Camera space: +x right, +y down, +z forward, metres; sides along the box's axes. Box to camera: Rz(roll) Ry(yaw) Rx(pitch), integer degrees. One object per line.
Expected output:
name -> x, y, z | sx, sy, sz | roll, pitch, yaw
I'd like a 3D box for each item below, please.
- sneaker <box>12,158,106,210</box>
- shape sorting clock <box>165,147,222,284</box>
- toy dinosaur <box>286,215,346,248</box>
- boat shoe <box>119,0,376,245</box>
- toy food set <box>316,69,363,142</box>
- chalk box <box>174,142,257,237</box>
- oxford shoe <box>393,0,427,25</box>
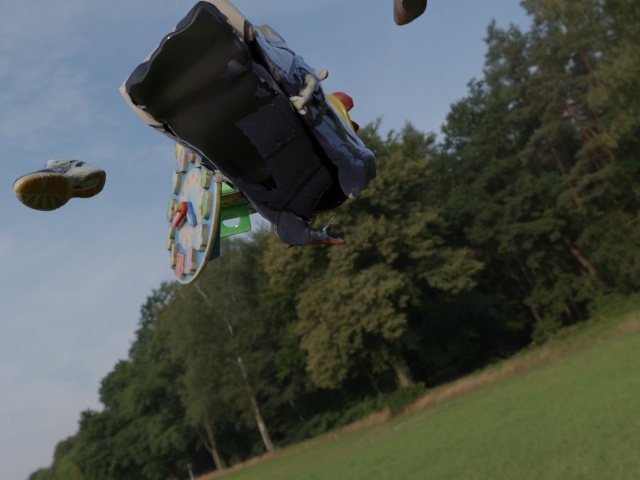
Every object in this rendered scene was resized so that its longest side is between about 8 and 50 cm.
sneaker -> -0.210, -0.046, 0.479 | 0.083, 0.037, 0.032 | -24, -40, -64
shape sorting clock -> -0.177, -0.044, 0.828 | 0.040, 0.206, 0.206 | 1, -26, -30
toy dinosaur -> 0.000, 0.000, 1.057 | 0.090, 0.082, 0.047 | -58, -8, -11
boat shoe -> -0.041, -0.089, 0.513 | 0.127, 0.158, 0.340 | -42, 9, 12
toy food set -> 0.036, -0.180, 1.040 | 0.071, 0.218, 0.128 | -13, -11, -35
chalk box -> -0.179, -0.114, 1.117 | 0.132, 0.213, 0.132 | -13, -16, 3
oxford shoe -> 0.176, -0.519, 1.187 | 0.076, 0.212, 0.076 | 18, -11, -17
